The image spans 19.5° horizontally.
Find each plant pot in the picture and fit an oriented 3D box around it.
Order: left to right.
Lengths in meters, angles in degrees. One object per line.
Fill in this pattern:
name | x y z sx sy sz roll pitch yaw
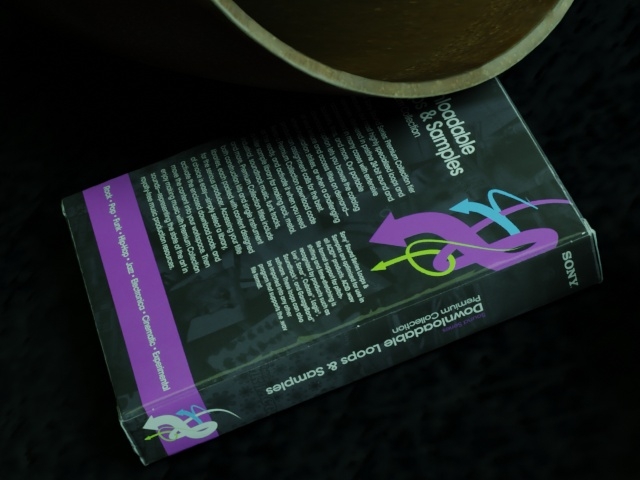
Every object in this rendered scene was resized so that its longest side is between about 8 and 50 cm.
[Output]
plant pot | -0.048 -0.148 0.684 0.230 0.215 0.215 -4 40 52

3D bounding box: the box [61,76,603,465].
box | 0.000 0.000 0.633 0.162 0.029 0.116 -22 42 0
